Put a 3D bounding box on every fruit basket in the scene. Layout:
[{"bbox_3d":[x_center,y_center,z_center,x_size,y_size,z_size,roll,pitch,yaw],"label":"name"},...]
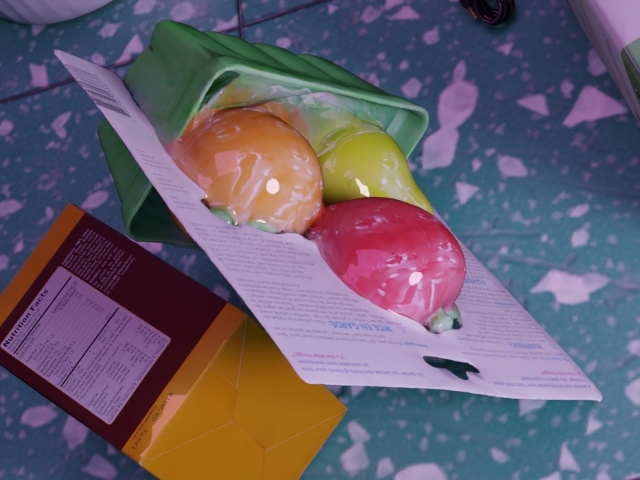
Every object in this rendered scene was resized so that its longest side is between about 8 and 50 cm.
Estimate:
[{"bbox_3d":[0.000,0.000,1.369,0.165,0.327,0.353,-52,55,25],"label":"fruit basket"}]

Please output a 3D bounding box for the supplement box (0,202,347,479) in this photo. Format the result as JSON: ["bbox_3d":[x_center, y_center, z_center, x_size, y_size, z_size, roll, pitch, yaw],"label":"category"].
[{"bbox_3d":[-0.119,0.100,1.421,0.194,0.191,0.129,30,80,33],"label":"supplement box"}]

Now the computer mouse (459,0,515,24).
[{"bbox_3d":[0.187,-0.259,1.546,0.193,0.042,0.106,-29,97,5],"label":"computer mouse"}]

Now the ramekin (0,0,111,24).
[{"bbox_3d":[-0.258,-0.334,1.757,0.277,0.135,0.277,-11,60,19],"label":"ramekin"}]

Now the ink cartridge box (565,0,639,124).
[{"bbox_3d":[0.258,-0.166,1.389,0.117,0.201,0.278,-29,55,7],"label":"ink cartridge box"}]
